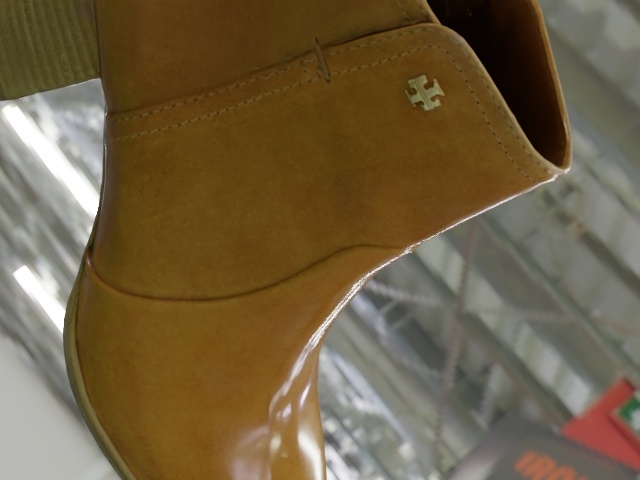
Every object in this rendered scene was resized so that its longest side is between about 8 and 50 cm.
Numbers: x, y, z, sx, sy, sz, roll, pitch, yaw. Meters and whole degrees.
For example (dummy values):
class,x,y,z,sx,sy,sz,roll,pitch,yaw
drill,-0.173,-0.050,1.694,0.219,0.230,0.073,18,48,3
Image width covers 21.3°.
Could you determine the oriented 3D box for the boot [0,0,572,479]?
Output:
class,x,y,z,sx,sy,sz,roll,pitch,yaw
boot,0.000,-0.001,0.629,0.211,0.104,0.295,-9,-71,36
